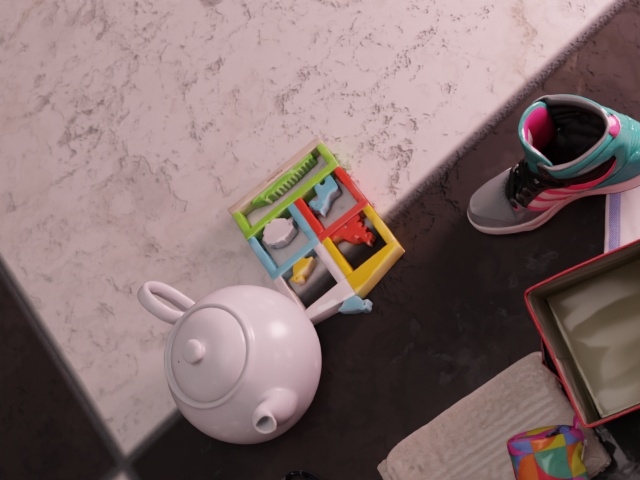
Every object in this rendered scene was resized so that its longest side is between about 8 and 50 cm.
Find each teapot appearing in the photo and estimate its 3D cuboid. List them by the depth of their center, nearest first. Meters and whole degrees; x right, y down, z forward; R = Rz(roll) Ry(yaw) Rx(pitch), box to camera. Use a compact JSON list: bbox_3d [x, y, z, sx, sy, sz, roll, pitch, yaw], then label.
[{"bbox_3d":[-0.138,0.169,1.725,0.256,0.187,0.252,-11,71,31],"label":"teapot"}]

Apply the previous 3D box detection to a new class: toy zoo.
[{"bbox_3d":[0.000,0.000,1.832,0.192,0.030,0.293,-39,59,7],"label":"toy zoo"}]

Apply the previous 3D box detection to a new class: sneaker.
[{"bbox_3d":[0.298,-0.104,1.621,0.296,0.178,0.123,-24,55,30],"label":"sneaker"}]

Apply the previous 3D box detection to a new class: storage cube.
[{"bbox_3d":[0.386,0.113,1.487,0.215,0.193,0.183,-26,77,16],"label":"storage cube"}]

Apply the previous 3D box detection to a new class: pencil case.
[{"bbox_3d":[0.305,0.341,1.480,0.105,0.104,0.236,-14,85,20],"label":"pencil case"}]

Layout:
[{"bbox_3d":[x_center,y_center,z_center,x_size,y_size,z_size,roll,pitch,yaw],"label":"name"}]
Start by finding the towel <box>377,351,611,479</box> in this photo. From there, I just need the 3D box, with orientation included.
[{"bbox_3d":[0.229,0.300,1.598,0.282,0.049,0.187,-35,61,8],"label":"towel"}]

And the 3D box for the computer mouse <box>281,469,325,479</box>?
[{"bbox_3d":[0.029,0.402,1.664,0.071,0.041,0.242,-50,52,2],"label":"computer mouse"}]

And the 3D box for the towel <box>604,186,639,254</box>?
[{"bbox_3d":[0.525,-0.055,1.603,0.285,0.034,0.209,-3,67,23],"label":"towel"}]
